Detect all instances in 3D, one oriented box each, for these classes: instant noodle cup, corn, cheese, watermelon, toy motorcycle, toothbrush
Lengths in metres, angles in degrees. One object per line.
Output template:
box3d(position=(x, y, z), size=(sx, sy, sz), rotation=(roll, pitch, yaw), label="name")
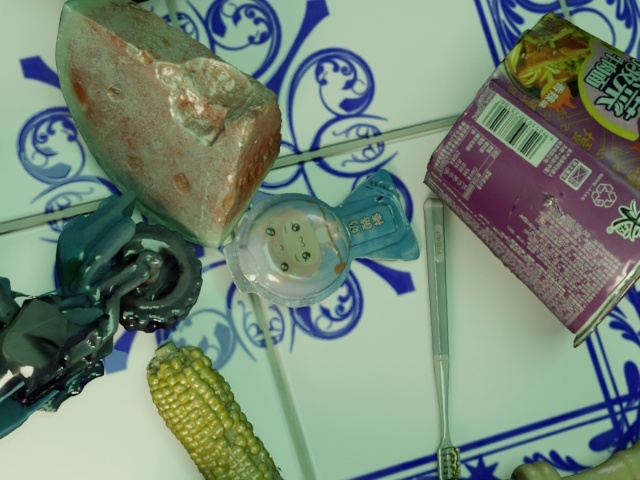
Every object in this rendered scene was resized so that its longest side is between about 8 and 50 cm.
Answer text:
box3d(position=(0.293, -0.085, 1.667), size=(0.266, 0.340, 0.340), rotation=(38, 71, 9), label="instant noodle cup")
box3d(position=(-0.098, 0.237, 1.600), size=(0.086, 0.086, 0.288), rotation=(-33, 88, -18), label="corn")
box3d(position=(0.000, 0.000, 1.691), size=(0.245, 0.052, 0.135), rotation=(-18, 86, -27), label="cheese")
box3d(position=(-0.150, -0.158, 1.614), size=(0.148, 0.226, 0.318), rotation=(-45, 111, -40), label="watermelon")
box3d(position=(-0.331, 0.073, 1.540), size=(0.416, 0.172, 0.232), rotation=(-35, 74, -26), label="toy motorcycle")
box3d(position=(0.142, 0.116, 1.714), size=(0.025, 0.030, 0.342), rotation=(2, 75, -18), label="toothbrush")

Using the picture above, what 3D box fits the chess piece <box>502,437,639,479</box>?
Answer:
box3d(position=(0.248, 0.303, 1.658), size=(0.397, 0.117, 0.117), rotation=(-8, 80, -14), label="chess piece")

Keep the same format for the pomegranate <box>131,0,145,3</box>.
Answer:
box3d(position=(-0.232, -0.407, 1.621), size=(0.281, 0.281, 0.281), rotation=(3, 77, -13), label="pomegranate")
